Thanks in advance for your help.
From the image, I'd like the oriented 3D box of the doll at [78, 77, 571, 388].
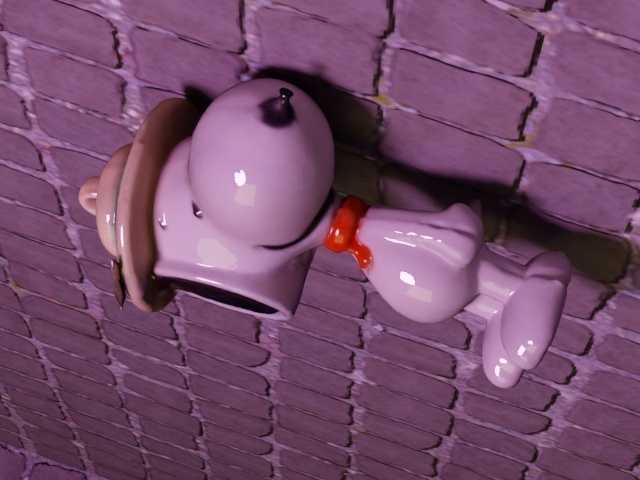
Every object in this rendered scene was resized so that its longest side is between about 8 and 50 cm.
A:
[{"bbox_3d":[0.000,0.011,1.217,0.271,0.144,0.208,33,149,-19],"label":"doll"}]
